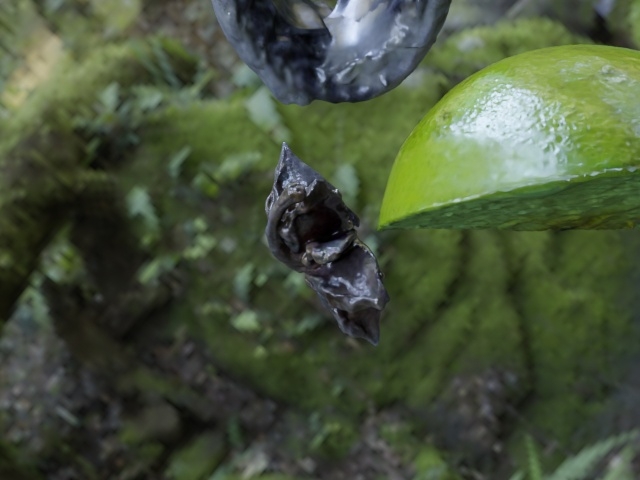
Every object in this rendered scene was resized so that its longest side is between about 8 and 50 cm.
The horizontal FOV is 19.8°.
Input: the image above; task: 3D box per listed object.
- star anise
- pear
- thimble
[{"bbox_3d":[-0.001,0.000,1.791,0.089,0.231,0.209,-38,39,1],"label":"star anise"},{"bbox_3d":[0.207,-0.077,1.326,0.239,0.288,0.139,178,92,-69],"label":"pear"},{"bbox_3d":[0.003,-0.244,1.523,0.217,0.245,0.157,-2,37,-1],"label":"thimble"}]
